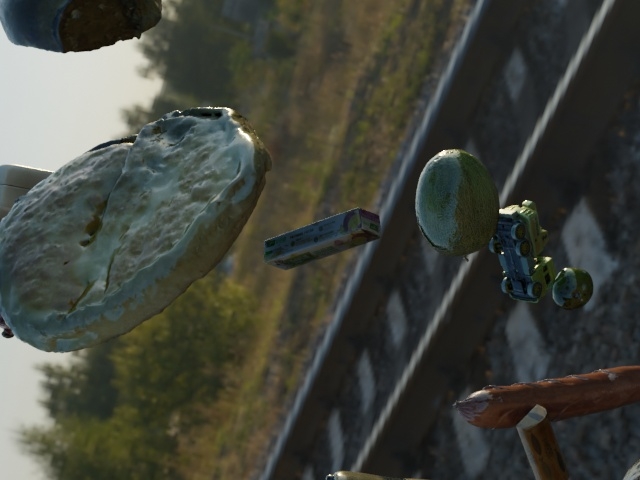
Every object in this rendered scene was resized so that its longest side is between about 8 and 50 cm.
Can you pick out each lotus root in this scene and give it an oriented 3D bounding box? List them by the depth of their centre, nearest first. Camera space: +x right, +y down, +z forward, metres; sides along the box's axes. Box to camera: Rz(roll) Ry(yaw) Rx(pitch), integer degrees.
[{"bbox_3d":[-0.395,-0.399,1.912,0.260,0.267,0.149,-110,7,-60],"label":"lotus root"}]

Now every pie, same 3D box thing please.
[{"bbox_3d":[-0.200,-0.022,1.263,0.339,0.339,0.077,-81,-30,-46],"label":"pie"}]

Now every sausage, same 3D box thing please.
[{"bbox_3d":[0.457,0.302,2.312,0.088,0.433,0.088,174,90,-74],"label":"sausage"}]

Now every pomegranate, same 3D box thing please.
[{"bbox_3d":[0.416,0.083,2.004,0.084,0.073,0.073,101,-177,-73],"label":"pomegranate"}]

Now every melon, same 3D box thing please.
[{"bbox_3d":[0.225,-0.053,1.976,0.139,0.139,0.192,-96,-4,-72],"label":"melon"}]

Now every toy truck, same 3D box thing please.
[{"bbox_3d":[0.354,0.014,2.079,0.077,0.100,0.169,7,124,50],"label":"toy truck"}]

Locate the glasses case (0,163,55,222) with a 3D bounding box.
[{"bbox_3d":[-0.345,-0.034,1.877,0.144,0.336,0.076,139,138,-62],"label":"glasses case"}]

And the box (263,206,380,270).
[{"bbox_3d":[0.000,0.000,1.845,0.207,0.050,0.041,-19,64,39],"label":"box"}]

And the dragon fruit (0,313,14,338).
[{"bbox_3d":[-0.493,0.072,1.925,0.208,0.150,0.133,67,179,-53],"label":"dragon fruit"}]

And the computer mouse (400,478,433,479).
[{"bbox_3d":[0.189,0.440,1.865,0.082,0.236,0.145,-54,-39,-47],"label":"computer mouse"}]

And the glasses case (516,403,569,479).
[{"bbox_3d":[0.420,0.392,2.254,0.064,0.170,0.041,-39,34,-25],"label":"glasses case"}]

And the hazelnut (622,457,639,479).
[{"bbox_3d":[0.620,0.458,2.144,0.170,0.160,0.202,-44,9,29],"label":"hazelnut"}]

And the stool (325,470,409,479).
[{"bbox_3d":[0.054,0.315,1.393,0.096,0.110,0.096,-168,90,-86],"label":"stool"}]
